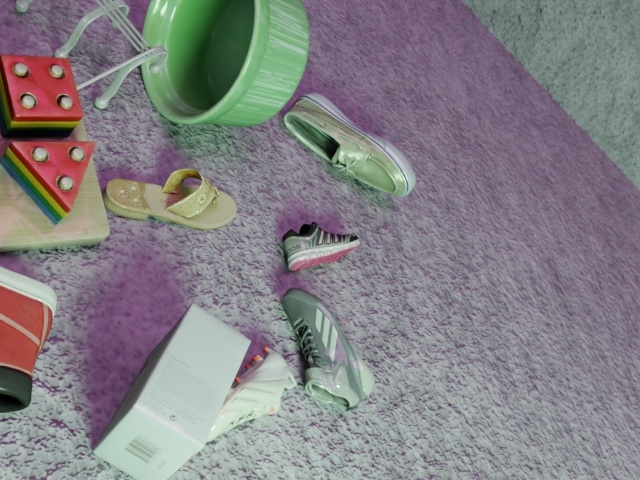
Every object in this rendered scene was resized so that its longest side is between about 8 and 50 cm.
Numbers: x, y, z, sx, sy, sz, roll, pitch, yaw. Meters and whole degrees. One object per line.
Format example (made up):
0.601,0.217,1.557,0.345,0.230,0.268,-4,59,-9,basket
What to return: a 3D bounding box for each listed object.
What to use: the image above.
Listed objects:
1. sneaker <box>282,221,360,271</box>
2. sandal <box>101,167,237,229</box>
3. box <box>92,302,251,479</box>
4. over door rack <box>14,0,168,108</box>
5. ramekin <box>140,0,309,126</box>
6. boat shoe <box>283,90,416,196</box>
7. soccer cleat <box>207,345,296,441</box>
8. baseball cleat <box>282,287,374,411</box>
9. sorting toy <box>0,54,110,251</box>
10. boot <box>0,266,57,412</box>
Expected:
0.000,0.000,1.247,0.170,0.063,0.074,-13,71,-42,sneaker
-0.212,-0.075,1.114,0.240,0.079,0.088,2,54,-41,sandal
-0.175,0.185,0.862,0.091,0.130,0.170,35,39,-10,box
-0.439,-0.307,1.121,0.239,0.108,0.324,49,52,6,over door rack
-0.162,-0.341,1.240,0.148,0.303,0.303,5,52,-49,ramekin
0.054,-0.179,1.452,0.302,0.109,0.094,37,53,6,boat shoe
-0.094,0.215,0.963,0.076,0.068,0.196,48,35,1,soccer cleat
-0.003,0.165,1.086,0.206,0.072,0.109,48,44,11,baseball cleat
-0.407,-0.120,0.907,0.257,0.089,0.255,-7,75,-40,sorting toy
-0.418,0.095,0.767,0.244,0.088,0.176,26,43,-28,boot
